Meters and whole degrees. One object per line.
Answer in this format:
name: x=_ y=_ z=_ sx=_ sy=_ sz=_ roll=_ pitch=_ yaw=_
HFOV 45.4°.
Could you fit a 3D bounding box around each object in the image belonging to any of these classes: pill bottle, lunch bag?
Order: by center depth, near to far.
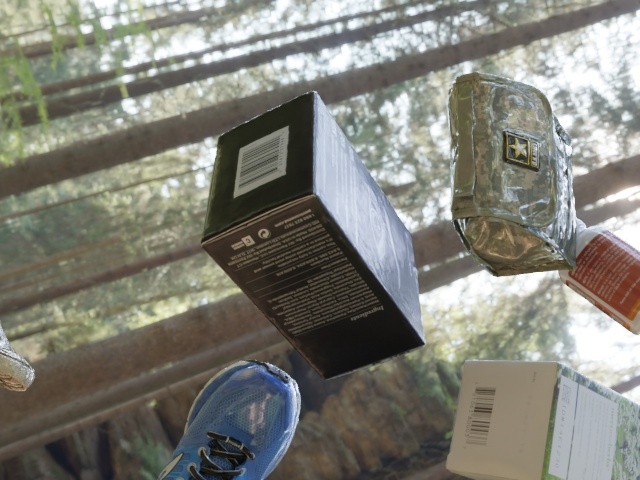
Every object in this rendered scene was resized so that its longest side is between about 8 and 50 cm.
lunch bag: x=0.288 y=-0.098 z=1.181 sx=0.168 sy=0.287 sz=0.235 roll=-9 pitch=-113 yaw=32
pill bottle: x=0.487 y=0.052 z=1.302 sx=0.216 sy=0.121 sz=0.121 roll=42 pitch=-33 yaw=32

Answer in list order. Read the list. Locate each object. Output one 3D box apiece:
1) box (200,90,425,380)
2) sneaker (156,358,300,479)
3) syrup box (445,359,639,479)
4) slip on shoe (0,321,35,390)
box: x=0.000 y=0.000 z=0.689 sx=0.207 sy=0.108 sz=0.153 roll=53 pitch=23 yaw=-35
sneaker: x=-0.126 y=0.285 z=0.851 sx=0.129 sy=0.330 sz=0.147 roll=30 pitch=7 yaw=-9
syrup box: x=0.224 y=0.180 z=0.650 sx=0.096 sy=0.237 sz=0.093 roll=-10 pitch=-121 yaw=50
slip on shoe: x=-0.251 y=0.072 z=0.562 sx=0.135 sy=0.041 sz=0.051 roll=10 pitch=-34 yaw=38
